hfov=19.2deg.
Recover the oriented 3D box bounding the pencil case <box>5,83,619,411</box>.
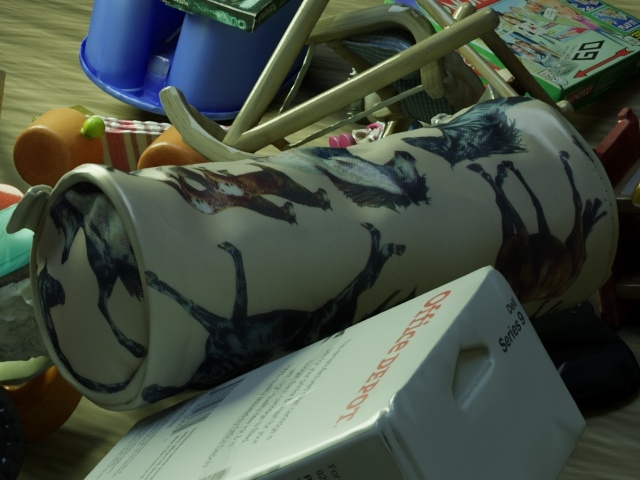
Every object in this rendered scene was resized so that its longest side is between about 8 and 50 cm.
[{"bbox_3d":[0.000,0.000,1.320,0.410,0.160,0.183,-11,45,-31],"label":"pencil case"}]

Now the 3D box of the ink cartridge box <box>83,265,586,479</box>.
[{"bbox_3d":[-0.015,0.152,1.096,0.289,0.121,0.211,-26,11,31],"label":"ink cartridge box"}]

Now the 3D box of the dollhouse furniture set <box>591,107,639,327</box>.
[{"bbox_3d":[0.367,-0.064,1.584,0.201,0.152,0.374,1,23,24],"label":"dollhouse furniture set"}]

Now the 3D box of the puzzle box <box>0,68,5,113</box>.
[{"bbox_3d":[-0.480,-0.026,1.715,0.409,0.272,0.052,1,-9,26],"label":"puzzle box"}]

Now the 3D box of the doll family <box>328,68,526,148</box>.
[{"bbox_3d":[0.132,-0.090,1.852,0.163,0.118,0.263,-25,7,-20],"label":"doll family"}]

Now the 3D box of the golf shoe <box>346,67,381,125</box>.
[{"bbox_3d":[0.147,-0.193,2.088,0.273,0.105,0.120,-26,33,-35],"label":"golf shoe"}]

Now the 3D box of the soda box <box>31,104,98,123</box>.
[{"bbox_3d":[-0.257,-0.098,2.070,0.061,0.058,0.181,-18,23,-21],"label":"soda box"}]

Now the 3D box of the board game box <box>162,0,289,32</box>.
[{"bbox_3d":[-0.096,-0.295,2.156,0.126,0.026,0.186,21,32,13],"label":"board game box"}]

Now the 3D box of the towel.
[{"bbox_3d":[-0.155,-0.058,1.776,0.197,0.144,0.029,6,46,12],"label":"towel"}]

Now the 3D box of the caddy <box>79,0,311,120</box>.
[{"bbox_3d":[-0.140,-0.255,2.273,0.241,0.179,0.341,22,32,14],"label":"caddy"}]

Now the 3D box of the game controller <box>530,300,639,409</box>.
[{"bbox_3d":[0.132,0.065,1.507,0.166,0.067,0.319,1,19,-14],"label":"game controller"}]

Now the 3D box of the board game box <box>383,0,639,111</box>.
[{"bbox_3d":[0.222,-0.220,2.026,0.213,0.046,0.317,31,28,19],"label":"board game box"}]

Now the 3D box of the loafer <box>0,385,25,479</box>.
[{"bbox_3d":[-0.397,0.185,1.349,0.366,0.133,0.130,-7,-8,-21],"label":"loafer"}]

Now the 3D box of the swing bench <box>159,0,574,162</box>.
[{"bbox_3d":[0.044,-0.109,1.592,0.255,0.253,0.165,-44,64,7],"label":"swing bench"}]

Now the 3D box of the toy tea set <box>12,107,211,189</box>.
[{"bbox_3d":[-0.223,-0.040,1.738,0.336,0.200,0.124,7,18,20],"label":"toy tea set"}]

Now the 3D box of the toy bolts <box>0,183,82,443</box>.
[{"bbox_3d":[-0.205,0.073,1.577,0.228,0.158,0.218,23,77,39],"label":"toy bolts"}]

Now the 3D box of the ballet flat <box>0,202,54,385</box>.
[{"bbox_3d":[-0.314,0.076,1.449,0.409,0.147,0.147,-13,17,27],"label":"ballet flat"}]
